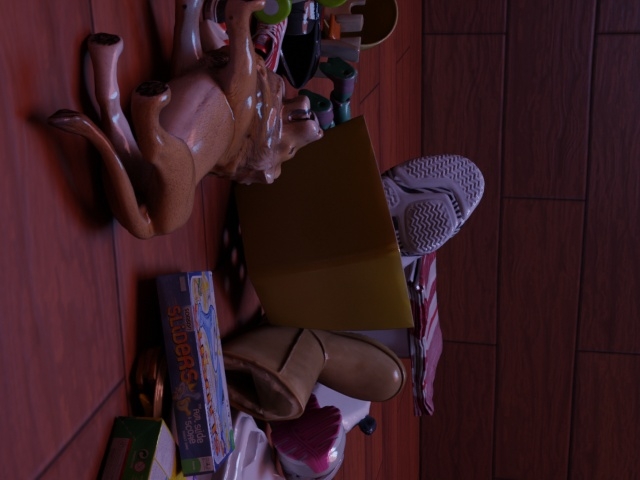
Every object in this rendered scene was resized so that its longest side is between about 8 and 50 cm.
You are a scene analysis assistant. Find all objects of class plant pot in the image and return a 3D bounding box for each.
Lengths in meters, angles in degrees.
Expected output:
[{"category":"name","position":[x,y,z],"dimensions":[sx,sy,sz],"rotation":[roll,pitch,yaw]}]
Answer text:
[{"category":"plant pot","position":[0.000,0.000,1.339],"dimensions":[0.212,0.187,0.212],"rotation":[72,4,-58]},{"category":"plant pot","position":[0.055,-0.375,1.765],"dimensions":[0.095,0.134,0.134],"rotation":[133,-35,-72]}]

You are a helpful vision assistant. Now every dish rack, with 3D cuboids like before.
[{"category":"dish rack","position":[-0.109,0.384,1.286],"dimensions":[0.285,0.072,0.333],"rotation":[73,22,-55]}]

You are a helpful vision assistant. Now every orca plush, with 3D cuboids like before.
[{"category":"orca plush","position":[0.005,0.316,1.720],"dimensions":[0.102,0.151,0.287],"rotation":[-58,-174,28]}]

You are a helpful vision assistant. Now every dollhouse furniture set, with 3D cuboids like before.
[{"category":"dollhouse furniture set","position":[0.005,-0.410,1.577],"dimensions":[0.259,0.135,0.262],"rotation":[90,6,-74]}]

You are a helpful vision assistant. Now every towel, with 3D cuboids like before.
[{"category":"towel","position":[0.197,0.131,1.907],"dimensions":[0.237,0.037,0.329],"rotation":[-73,161,-50]}]

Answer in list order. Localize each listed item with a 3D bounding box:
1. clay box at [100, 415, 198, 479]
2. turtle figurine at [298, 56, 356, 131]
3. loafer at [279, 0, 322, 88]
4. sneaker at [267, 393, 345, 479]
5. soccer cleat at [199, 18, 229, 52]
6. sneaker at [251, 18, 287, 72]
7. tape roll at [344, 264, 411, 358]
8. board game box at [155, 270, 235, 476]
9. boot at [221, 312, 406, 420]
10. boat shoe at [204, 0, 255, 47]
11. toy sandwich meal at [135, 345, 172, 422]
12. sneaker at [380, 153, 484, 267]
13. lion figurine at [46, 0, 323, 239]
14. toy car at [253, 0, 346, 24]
[{"category":"clay box","position":[-0.165,0.284,1.040],"dimensions":[0.222,0.053,0.127],"rotation":[78,17,-52]},{"category":"turtle figurine","position":[0.013,-0.152,1.562],"dimensions":[0.234,0.118,0.175],"rotation":[88,12,-53]},{"category":"loafer","position":[-0.032,-0.317,1.455],"dimensions":[0.078,0.076,0.223],"rotation":[-85,174,-47]},{"category":"sneaker","position":[-0.009,0.291,1.432],"dimensions":[0.252,0.103,0.111],"rotation":[-158,-132,-83]},{"category":"soccer cleat","position":[-0.101,-0.173,1.214],"dimensions":[0.196,0.076,0.068],"rotation":[55,14,-44]},{"category":"sneaker","position":[-0.072,-0.277,1.362],"dimensions":[0.067,0.042,0.119],"rotation":[9,86,-81]},{"category":"tape roll","position":[0.097,0.093,1.922],"dimensions":[0.246,0.169,0.246],"rotation":[2,90,-78]},{"category":"board game box","position":[-0.129,0.133,1.085],"dimensions":[0.136,0.035,0.201],"rotation":[8,73,-86]},{"category":"boot","position":[-0.012,0.180,1.352],"dimensions":[0.269,0.236,0.089],"rotation":[-42,153,-77]},{"category":"boat shoe","position":[-0.102,-0.235,1.239],"dimensions":[0.142,0.040,0.049],"rotation":[68,27,-62]},{"category":"toy sandwich meal","position":[-0.170,0.151,1.053],"dimensions":[0.085,0.029,0.086],"rotation":[6,90,-89]},{"category":"sneaker","position":[0.087,0.002,1.602],"dimensions":[0.137,0.366,0.210],"rotation":[53,0,6]},{"category":"lion figurine","position":[-0.130,-0.101,0.999],"dimensions":[0.392,0.142,0.240],"rotation":[-48,149,-49]},{"category":"toy car","position":[-0.045,-0.390,1.275],"dimensions":[0.155,0.148,0.188],"rotation":[-90,164,-55]}]
